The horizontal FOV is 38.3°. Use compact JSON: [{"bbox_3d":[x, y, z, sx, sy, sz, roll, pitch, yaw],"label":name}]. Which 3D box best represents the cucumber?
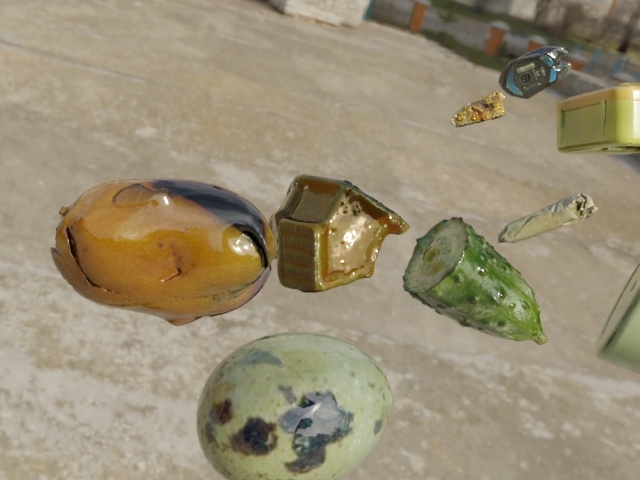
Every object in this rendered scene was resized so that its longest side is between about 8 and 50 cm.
[{"bbox_3d":[0.247,0.081,1.355,0.244,0.134,0.134,38,11,-21],"label":"cucumber"}]

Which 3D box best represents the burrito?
[{"bbox_3d":[0.404,-0.035,1.662,0.058,0.188,0.045,47,29,-43],"label":"burrito"}]

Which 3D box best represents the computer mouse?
[{"bbox_3d":[0.394,-0.313,1.700,0.135,0.079,0.047,-20,24,16],"label":"computer mouse"}]

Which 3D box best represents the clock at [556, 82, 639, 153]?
[{"bbox_3d":[0.460,-0.182,1.407,0.143,0.096,0.202,-3,1,-14],"label":"clock"}]

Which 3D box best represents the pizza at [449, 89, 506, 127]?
[{"bbox_3d":[0.395,-0.319,2.236,0.178,0.041,0.131,-24,22,-15],"label":"pizza"}]

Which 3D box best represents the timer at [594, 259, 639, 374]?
[{"bbox_3d":[0.693,0.159,1.636,0.315,0.291,0.291,31,21,13],"label":"timer"}]

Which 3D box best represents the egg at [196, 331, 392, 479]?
[{"bbox_3d":[-0.052,0.366,1.965,0.427,0.345,0.345,-7,27,-21],"label":"egg"}]

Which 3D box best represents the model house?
[{"bbox_3d":[-0.003,0.002,1.869,0.268,0.239,0.173,10,-25,50],"label":"model house"}]

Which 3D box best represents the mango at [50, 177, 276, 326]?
[{"bbox_3d":[-0.200,0.012,1.203,0.287,0.201,0.152,13,10,-9],"label":"mango"}]
